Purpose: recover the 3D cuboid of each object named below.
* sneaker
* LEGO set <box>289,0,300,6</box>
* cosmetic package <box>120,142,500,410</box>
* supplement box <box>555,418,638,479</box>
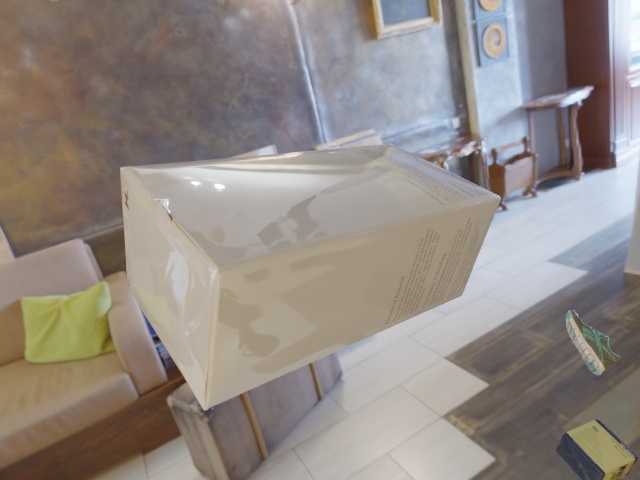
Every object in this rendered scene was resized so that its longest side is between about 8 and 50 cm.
[{"bbox_3d":[0.670,0.244,1.108,0.076,0.065,0.166,-19,56,7],"label":"sneaker"},{"bbox_3d":[0.078,-0.327,0.487,0.183,0.060,0.244,-25,29,35],"label":"LEGO set"},{"bbox_3d":[0.000,0.000,0.497,0.366,0.155,0.197,-14,38,-35],"label":"cosmetic package"},{"bbox_3d":[0.482,0.375,0.788,0.083,0.056,0.083,-13,35,-17],"label":"supplement box"}]
